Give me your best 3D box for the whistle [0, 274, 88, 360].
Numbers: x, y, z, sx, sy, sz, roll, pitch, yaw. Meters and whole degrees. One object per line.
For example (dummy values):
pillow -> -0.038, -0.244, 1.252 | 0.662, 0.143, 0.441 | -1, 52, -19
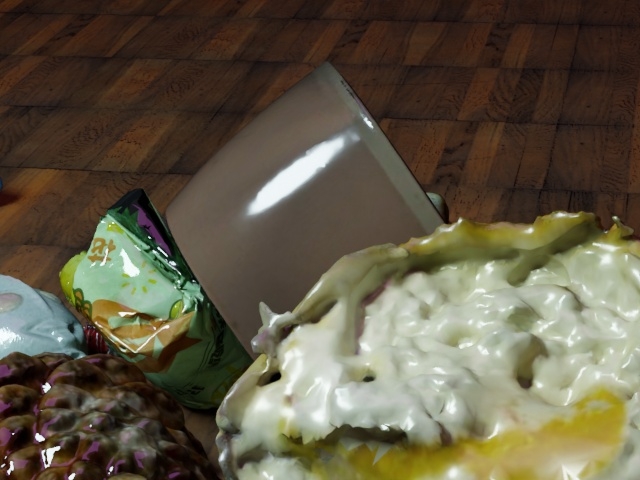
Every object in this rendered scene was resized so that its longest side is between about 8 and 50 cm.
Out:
whistle -> -0.252, 0.133, 1.519 | 0.346, 0.134, 0.142 | 30, -3, 35

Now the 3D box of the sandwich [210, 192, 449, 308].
sandwich -> 0.015, 0.018, 1.773 | 0.273, 0.095, 0.249 | -1, 24, 1

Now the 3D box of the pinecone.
pinecone -> -0.168, 0.224, 1.091 | 0.242, 0.296, 0.298 | -16, 61, -5

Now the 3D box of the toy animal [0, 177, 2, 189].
toy animal -> -0.543, -0.059, 2.031 | 0.255, 0.176, 0.239 | -34, 16, 13

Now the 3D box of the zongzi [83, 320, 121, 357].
zongzi -> -0.212, 0.092, 1.655 | 0.067, 0.074, 0.083 | 3, 17, -38

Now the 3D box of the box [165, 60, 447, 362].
box -> 0.000, 0.000, 1.517 | 0.216, 0.301, 0.301 | -34, 25, 4

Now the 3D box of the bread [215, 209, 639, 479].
bread -> 0.138, 0.133, 1.215 | 0.361, 0.250, 0.394 | 1, -14, 11

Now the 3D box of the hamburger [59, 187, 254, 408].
hamburger -> -0.167, 0.055, 1.546 | 0.125, 0.214, 0.235 | -42, 64, -13
